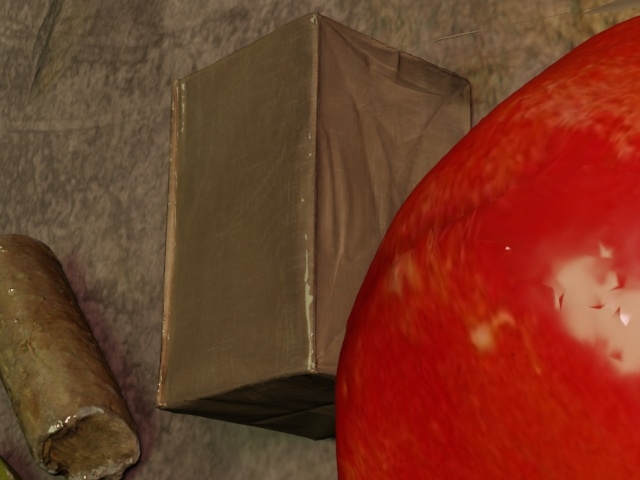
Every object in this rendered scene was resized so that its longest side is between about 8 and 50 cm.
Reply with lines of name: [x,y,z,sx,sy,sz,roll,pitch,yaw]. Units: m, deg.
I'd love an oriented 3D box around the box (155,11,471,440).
box: [0.000,0.000,1.006,0.149,0.155,0.231,-18,62,44]

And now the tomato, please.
tomato: [0.160,0.062,0.652,0.290,0.293,0.325,41,145,11]

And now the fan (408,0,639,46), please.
fan: [0.181,-0.130,0.777,0.415,0.233,0.012,-4,101,52]

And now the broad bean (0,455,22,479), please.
broad bean: [-0.252,0.275,1.301,0.325,0.067,0.075,47,145,46]

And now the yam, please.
yam: [-0.231,0.100,1.304,0.093,0.093,0.259,-58,40,20]
